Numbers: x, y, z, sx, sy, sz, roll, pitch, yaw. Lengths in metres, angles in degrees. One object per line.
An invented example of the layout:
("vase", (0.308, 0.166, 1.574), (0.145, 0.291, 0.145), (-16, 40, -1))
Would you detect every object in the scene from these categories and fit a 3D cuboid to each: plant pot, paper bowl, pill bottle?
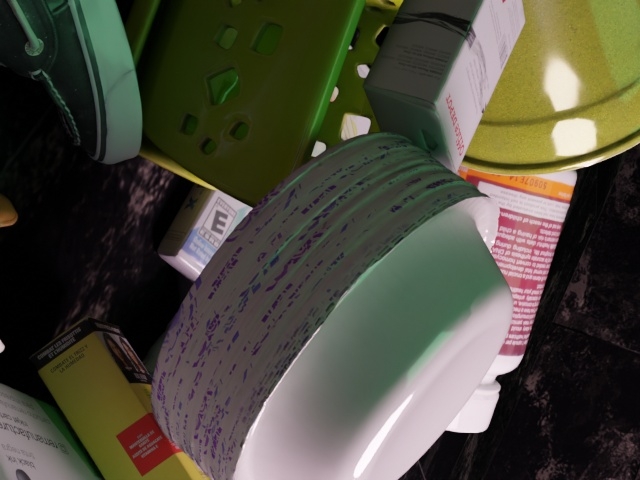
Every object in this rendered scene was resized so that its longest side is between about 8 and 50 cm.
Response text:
("plant pot", (-0.037, -0.133, 0.856), (0.228, 0.207, 0.227), (25, 84, -66))
("paper bowl", (0.029, 0.076, 0.763), (0.284, 0.148, 0.284), (-43, 156, -24))
("pill bottle", (0.203, 0.056, 1.500), (0.224, 0.224, 0.392), (2, 105, -66))
("plant pot", (0.221, -0.324, 1.156), (0.366, 0.366, 0.353), (-59, 142, -26))

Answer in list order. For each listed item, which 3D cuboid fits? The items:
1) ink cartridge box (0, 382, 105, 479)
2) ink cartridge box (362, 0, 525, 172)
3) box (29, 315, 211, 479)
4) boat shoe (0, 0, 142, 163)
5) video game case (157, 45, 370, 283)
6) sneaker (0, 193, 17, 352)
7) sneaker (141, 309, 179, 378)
("ink cartridge box", (-0.182, 0.251, 0.704), (0.121, 0.289, 0.211), (-36, 153, 1))
("ink cartridge box", (0.097, -0.143, 0.801), (0.150, 0.063, 0.109), (-64, 156, -16))
("box", (-0.128, 0.170, 0.807), (0.058, 0.232, 0.087), (-35, 167, -1))
("boat shoe", (-0.188, -0.156, 0.651), (0.102, 0.108, 0.301), (-25, 143, -15))
("video game case", (0.011, -0.027, 1.109), (0.329, 0.036, 0.300), (44, 65, -40))
("sneaker", (-0.257, 0.093, 0.618), (0.123, 0.106, 0.290), (21, 87, -30))
("sneaker", (-0.141, 0.235, 1.011), (0.208, 0.127, 0.319), (-44, 135, -50))
